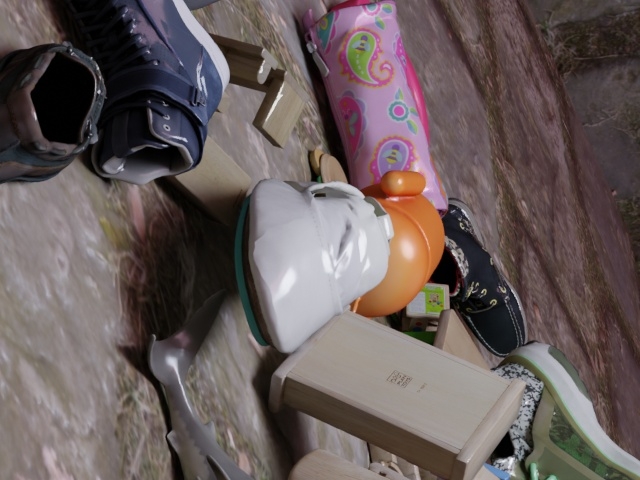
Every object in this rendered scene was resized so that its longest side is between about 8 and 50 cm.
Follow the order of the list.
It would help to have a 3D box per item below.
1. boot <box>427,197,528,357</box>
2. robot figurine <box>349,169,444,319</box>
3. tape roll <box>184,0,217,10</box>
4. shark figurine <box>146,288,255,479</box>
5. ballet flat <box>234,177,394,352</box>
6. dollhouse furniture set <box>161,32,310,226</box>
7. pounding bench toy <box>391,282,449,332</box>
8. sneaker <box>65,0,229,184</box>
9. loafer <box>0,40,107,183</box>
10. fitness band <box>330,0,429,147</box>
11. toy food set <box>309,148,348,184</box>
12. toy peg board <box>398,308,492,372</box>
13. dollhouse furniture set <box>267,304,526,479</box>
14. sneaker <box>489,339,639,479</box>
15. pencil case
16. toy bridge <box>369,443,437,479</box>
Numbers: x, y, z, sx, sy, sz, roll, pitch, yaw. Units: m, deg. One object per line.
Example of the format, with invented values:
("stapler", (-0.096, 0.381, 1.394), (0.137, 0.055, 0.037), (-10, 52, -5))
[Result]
("boot", (0.192, 0.070, 2.373), (0.236, 0.085, 0.178), (64, 19, -7))
("robot figurine", (0.063, 0.008, 1.933), (0.128, 0.158, 0.219), (54, 18, -4))
("tape roll", (-0.127, -0.327, 1.658), (0.219, 0.072, 0.219), (32, 51, -49))
("shark figurine", (-0.047, 0.185, 1.392), (0.278, 0.116, 0.166), (54, -35, 35))
("ballet flat", (0.000, 0.000, 1.584), (0.400, 0.139, 0.139), (-84, 155, -82))
("dollhouse furniture set", (-0.118, -0.111, 1.639), (0.151, 0.123, 0.144), (-65, 150, -12))
("pounding bench toy", (0.107, 0.089, 2.139), (0.065, 0.083, 0.052), (102, -8, -48))
("sneaker", (-0.162, -0.149, 1.433), (0.226, 0.086, 0.163), (48, 37, -30))
("loafer", (-0.193, -0.091, 1.270), (0.267, 0.084, 0.096), (-50, 121, -71))
("fitness band", (0.084, -0.196, 2.352), (0.291, 0.054, 0.209), (46, 28, -59))
("toy food set", (0.013, -0.059, 2.025), (0.083, 0.020, 0.082), (46, 32, -58))
("toy peg board", (0.134, 0.192, 2.105), (0.161, 0.079, 0.160), (56, 39, -44))
("dollhouse furniture set", (0.033, 0.269, 1.688), (0.286, 0.198, 0.303), (-44, 150, -48))
("sneaker", (0.286, 0.304, 2.202), (0.410, 0.182, 0.158), (54, -40, 38))
("pencil case", (0.063, -0.144, 2.117), (0.124, 0.124, 0.284), (15, 58, -71))
("toy bridge", (0.097, 0.262, 1.965), (0.188, 0.026, 0.063), (37, 40, -63))
